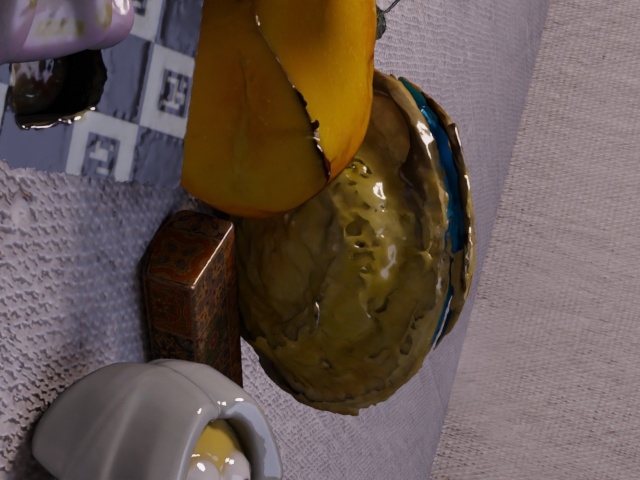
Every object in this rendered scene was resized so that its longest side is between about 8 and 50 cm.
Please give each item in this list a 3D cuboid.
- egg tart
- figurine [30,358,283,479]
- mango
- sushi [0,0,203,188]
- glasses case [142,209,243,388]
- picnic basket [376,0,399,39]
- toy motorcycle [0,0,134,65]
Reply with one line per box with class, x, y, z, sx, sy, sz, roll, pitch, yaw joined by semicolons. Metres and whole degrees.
egg tart;0.000;0.000;1.105;0.107;0.291;0.290;-2;107;-38
figurine;-0.123;0.189;0.917;0.176;0.133;0.236;3;106;-58
mango;-0.029;-0.136;1.003;0.257;0.138;0.187;-62;146;-59
sushi;-0.138;-0.140;0.705;0.192;0.051;0.215;6;91;-53
glasses case;-0.096;0.082;1.102;0.218;0.049;0.075;90;22;-43
picnic basket;0.032;-0.219;1.354;0.083;0.065;0.083;-53;152;-10
toy motorcycle;-0.135;-0.127;0.608;0.225;0.073;0.152;-59;135;-33
